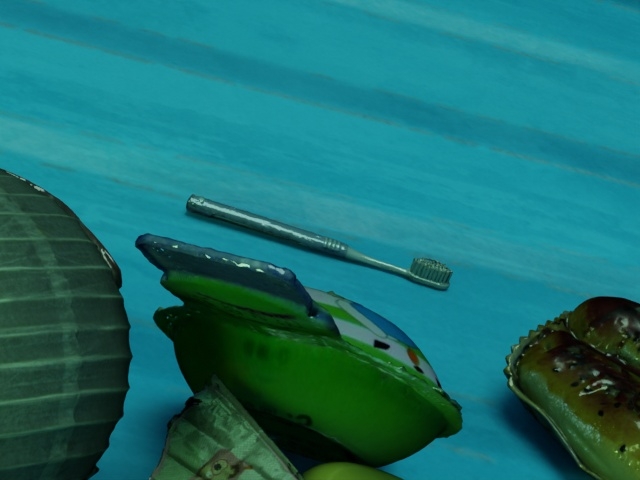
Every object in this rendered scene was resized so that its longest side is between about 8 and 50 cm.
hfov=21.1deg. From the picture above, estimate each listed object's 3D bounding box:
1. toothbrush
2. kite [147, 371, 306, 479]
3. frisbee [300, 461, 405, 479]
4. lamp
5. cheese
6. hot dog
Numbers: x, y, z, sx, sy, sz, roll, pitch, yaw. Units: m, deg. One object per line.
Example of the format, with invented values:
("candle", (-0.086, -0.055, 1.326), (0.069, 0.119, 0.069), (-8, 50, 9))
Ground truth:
("toothbrush", (0.000, 0.000, 1.364), (0.219, 0.019, 0.016), (17, 33, -4))
("kite", (-0.076, 0.185, 0.864), (0.267, 0.013, 0.323), (-4, 40, 25))
("frisbee", (0.083, 0.204, 0.969), (0.236, 0.017, 0.236), (35, 12, -9))
("lamp", (-0.222, 0.057, 0.913), (0.265, 0.233, 0.233), (-2, 34, -21))
("cheese", (-0.017, 0.065, 1.021), (0.204, 0.083, 0.320), (14, -19, 20))
("hot dog", (0.245, 0.134, 1.213), (0.162, 0.082, 0.270), (-9, 40, -38))
